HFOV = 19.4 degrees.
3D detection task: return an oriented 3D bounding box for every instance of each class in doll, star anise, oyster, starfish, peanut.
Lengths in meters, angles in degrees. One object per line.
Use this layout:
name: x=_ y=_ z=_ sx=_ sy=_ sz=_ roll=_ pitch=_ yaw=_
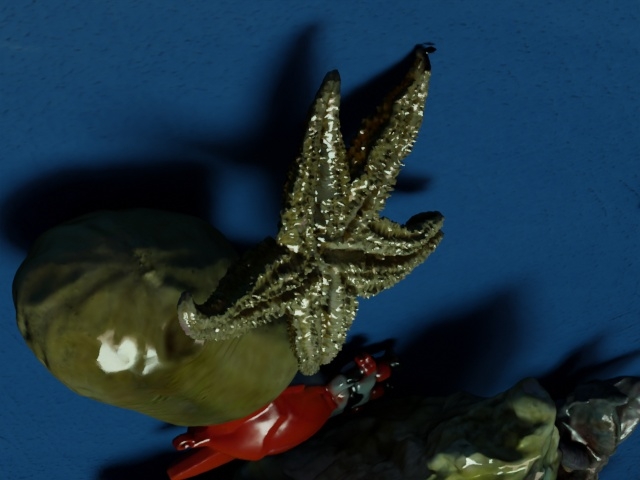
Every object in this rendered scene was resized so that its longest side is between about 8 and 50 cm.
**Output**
doll: x=-0.023 y=0.118 z=1.295 sx=0.169 sy=0.057 sz=0.109 roll=-12 pitch=153 yaw=-18
star anise: x=0.191 y=0.167 z=1.463 sx=0.181 sy=0.061 sz=0.204 roll=-48 pitch=166 yaw=-4
oyster: x=0.027 y=0.178 z=1.343 sx=0.351 sy=0.115 sz=0.238 roll=-22 pitch=176 yaw=34
starfish: x=-0.001 y=-0.001 z=1.045 sx=0.240 sy=0.043 sz=0.227 roll=-27 pitch=138 yaw=-49
peanut: x=-0.082 y=0.047 z=1.095 sx=0.236 sy=0.110 sz=0.120 roll=22 pitch=87 yaw=-56
